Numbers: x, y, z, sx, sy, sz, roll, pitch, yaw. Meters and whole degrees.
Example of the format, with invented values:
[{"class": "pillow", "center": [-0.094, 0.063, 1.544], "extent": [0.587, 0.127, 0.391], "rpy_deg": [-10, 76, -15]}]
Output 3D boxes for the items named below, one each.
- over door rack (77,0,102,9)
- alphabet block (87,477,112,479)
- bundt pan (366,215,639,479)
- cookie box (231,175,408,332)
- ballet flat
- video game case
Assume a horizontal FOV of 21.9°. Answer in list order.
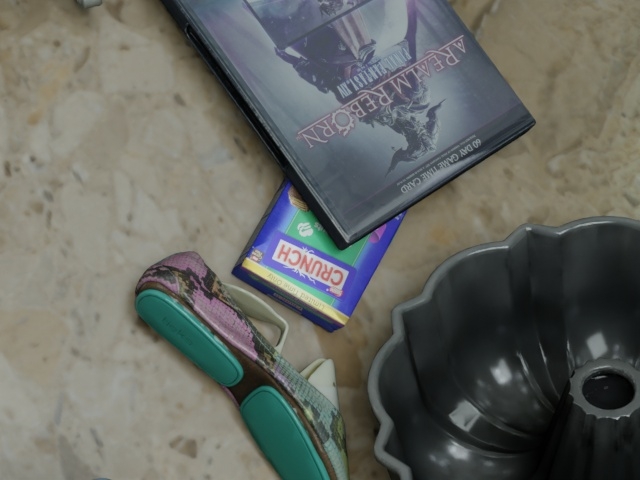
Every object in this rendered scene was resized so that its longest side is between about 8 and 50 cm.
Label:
[{"class": "over door rack", "center": [-0.309, -0.297, 1.174], "extent": [0.240, 0.108, 0.324], "rpy_deg": [-18, 104, -16]}, {"class": "alphabet block", "center": [-0.222, 0.263, 1.056], "extent": [0.193, 0.192, 0.197], "rpy_deg": [-5, 81, -13]}, {"class": "bundt pan", "center": [0.198, 0.140, 1.163], "extent": [0.331, 0.124, 0.331], "rpy_deg": [-3, 47, 3]}, {"class": "cookie box", "center": [0.000, 0.000, 1.240], "extent": [0.092, 0.040, 0.107], "rpy_deg": [30, 74, -6]}, {"class": "ballet flat", "center": [-0.040, 0.093, 1.202], "extent": [0.221, 0.077, 0.079], "rpy_deg": [48, 53, -1]}, {"class": "video game case", "center": [0.012, -0.152, 1.257], "extent": [0.196, 0.026, 0.274], "rpy_deg": [-32, 82, -26]}]
